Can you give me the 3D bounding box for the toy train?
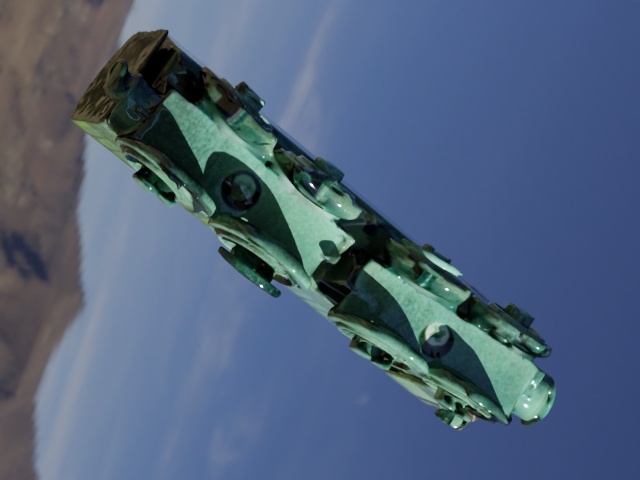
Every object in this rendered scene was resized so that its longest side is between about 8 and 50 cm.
[{"bbox_3d":[0.000,0.000,0.394,0.038,0.148,0.071,-52,-157,-2],"label":"toy train"}]
